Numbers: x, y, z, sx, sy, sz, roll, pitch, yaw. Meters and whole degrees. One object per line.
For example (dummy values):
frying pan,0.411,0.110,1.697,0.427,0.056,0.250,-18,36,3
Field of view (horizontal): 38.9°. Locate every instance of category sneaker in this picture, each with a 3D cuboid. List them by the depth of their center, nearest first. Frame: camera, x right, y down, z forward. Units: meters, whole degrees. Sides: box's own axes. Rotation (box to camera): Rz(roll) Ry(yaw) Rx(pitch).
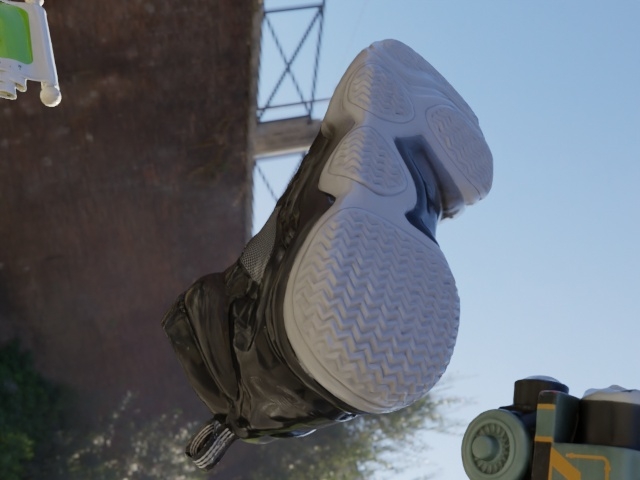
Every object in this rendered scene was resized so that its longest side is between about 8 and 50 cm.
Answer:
sneaker,0.000,0.000,0.478,0.153,0.101,0.268,-36,-159,34

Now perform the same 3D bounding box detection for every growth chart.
growth chart,-0.307,-0.178,0.695,0.021,0.237,0.172,-46,-125,29

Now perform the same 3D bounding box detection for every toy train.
toy train,0.219,0.284,0.795,0.190,0.142,0.333,-9,-116,47
